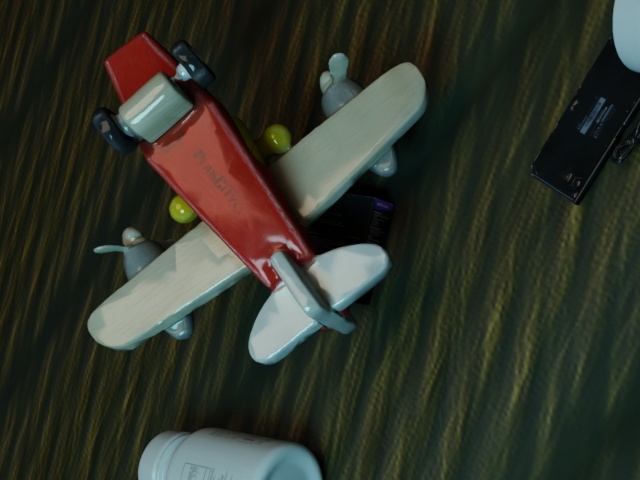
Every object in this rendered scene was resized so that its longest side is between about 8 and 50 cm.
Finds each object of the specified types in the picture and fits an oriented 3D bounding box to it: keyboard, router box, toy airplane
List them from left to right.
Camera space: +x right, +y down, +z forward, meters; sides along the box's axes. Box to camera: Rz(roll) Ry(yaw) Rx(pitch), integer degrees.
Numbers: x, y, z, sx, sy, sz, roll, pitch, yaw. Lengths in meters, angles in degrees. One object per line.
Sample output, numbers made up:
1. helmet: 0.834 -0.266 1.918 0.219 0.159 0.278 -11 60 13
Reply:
1. toy airplane: -0.078 -0.042 1.209 0.386 0.272 0.384 6 93 5
2. router box: 0.000 0.000 1.302 0.179 0.046 0.133 13 88 42
3. keyboard: 0.308 -0.124 1.079 0.108 0.023 0.180 43 109 45

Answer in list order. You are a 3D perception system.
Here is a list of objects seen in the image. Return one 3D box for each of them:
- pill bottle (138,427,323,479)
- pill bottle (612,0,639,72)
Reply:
1. pill bottle: -0.120 0.306 1.277 0.229 0.131 0.131 1 80 42
2. pill bottle: 0.435 -0.185 0.869 0.334 0.188 0.188 23 95 42
